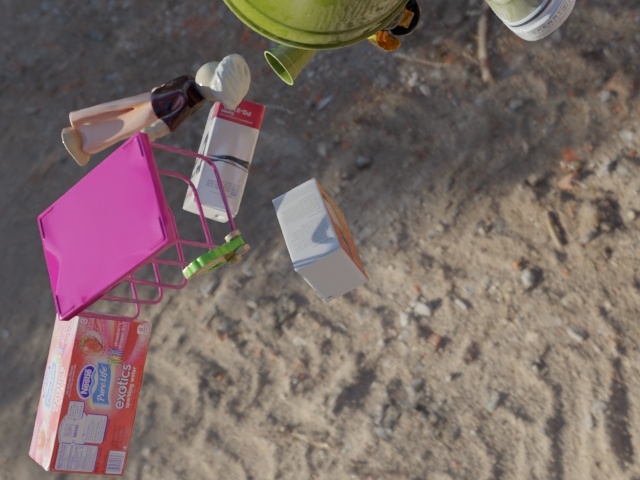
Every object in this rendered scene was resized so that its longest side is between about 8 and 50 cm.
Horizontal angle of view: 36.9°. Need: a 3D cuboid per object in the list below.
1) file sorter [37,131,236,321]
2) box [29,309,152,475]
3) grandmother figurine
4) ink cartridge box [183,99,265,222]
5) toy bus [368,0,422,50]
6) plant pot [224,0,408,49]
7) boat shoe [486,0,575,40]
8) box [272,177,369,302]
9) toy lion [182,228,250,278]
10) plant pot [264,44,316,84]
[{"bbox_3d":[-0.307,-0.009,1.635,0.291,0.182,0.202,-33,63,31],"label":"file sorter"},{"bbox_3d":[-0.444,0.287,1.844,0.142,0.154,0.299,4,83,58],"label":"box"},{"bbox_3d":[-0.280,-0.234,1.675,0.343,0.104,0.207,-20,41,11],"label":"grandmother figurine"},{"bbox_3d":[-0.204,-0.169,2.015,0.172,0.100,0.237,165,120,-75],"label":"ink cartridge box"},{"bbox_3d":[0.096,-0.486,1.751,0.211,0.149,0.220,32,108,17],"label":"toy bus"},{"bbox_3d":[0.017,-0.487,1.380,0.366,0.366,0.353,-52,8,-4],"label":"plant pot"},{"bbox_3d":[0.178,-0.324,1.016,0.109,0.094,0.302,-43,37,19],"label":"boat shoe"},{"bbox_3d":[0.000,0.000,1.704,0.091,0.130,0.170,-28,52,10],"label":"box"},{"bbox_3d":[-0.150,0.027,1.346,0.096,0.034,0.100,-31,-5,-20],"label":"toy lion"},{"bbox_3d":[-0.053,-0.361,1.876,0.079,0.083,0.083,-42,41,-8],"label":"plant pot"}]
